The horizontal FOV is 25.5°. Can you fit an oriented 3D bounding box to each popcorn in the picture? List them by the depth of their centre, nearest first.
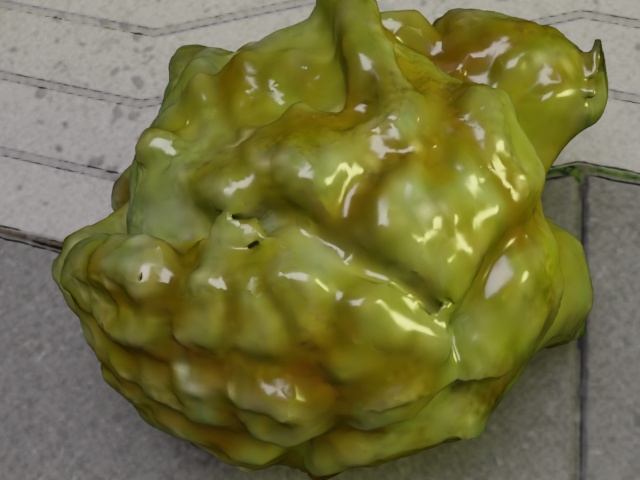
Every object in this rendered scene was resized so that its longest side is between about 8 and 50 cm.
[{"bbox_3d":[0.008,-0.002,0.850,0.335,0.274,0.279,-18,15,26],"label":"popcorn"}]
